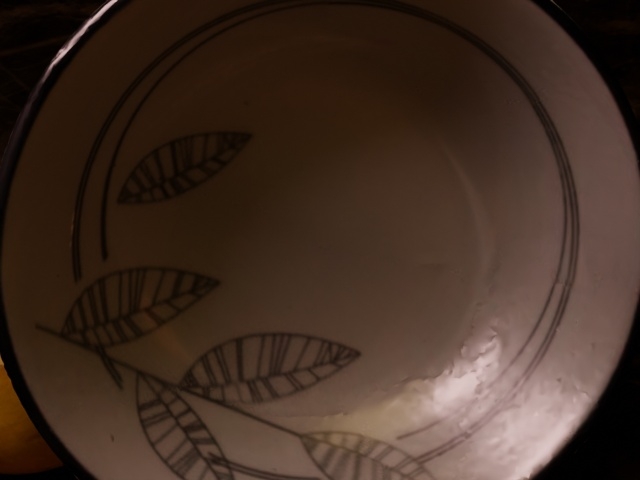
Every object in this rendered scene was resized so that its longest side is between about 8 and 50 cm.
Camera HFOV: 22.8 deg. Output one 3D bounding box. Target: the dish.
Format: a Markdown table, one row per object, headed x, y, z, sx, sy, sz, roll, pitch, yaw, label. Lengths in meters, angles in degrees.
| x | y | z | sx | sy | sz | roll | pitch | yaw | label |
| --- | --- | --- | --- | --- | --- | --- | --- | --- | --- |
| 0.000 | 0.000 | 0.778 | 0.316 | 0.316 | 0.106 | -13 | 13 | -5 | dish |

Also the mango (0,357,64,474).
| x | y | z | sx | sy | sz | roll | pitch | yaw | label |
| --- | --- | --- | --- | --- | --- | --- | --- | --- | --- |
| -0.146 | 0.042 | 0.864 | 0.136 | 0.099 | 0.227 | -3 | 31 | 14 | mango |
